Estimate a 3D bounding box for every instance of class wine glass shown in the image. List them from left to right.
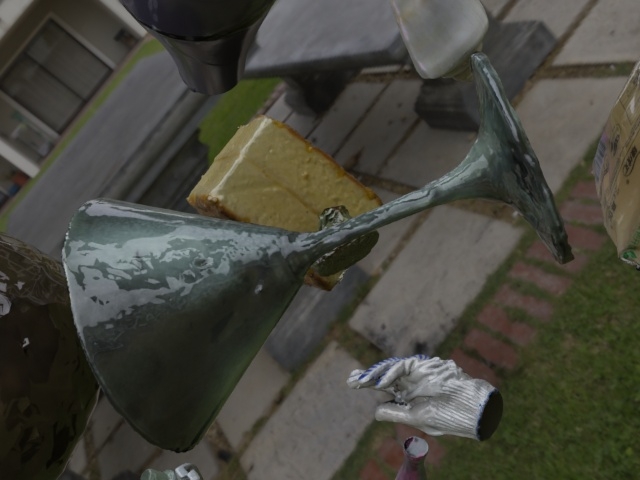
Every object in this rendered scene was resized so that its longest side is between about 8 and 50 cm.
[{"bbox_3d":[0.000,0.000,0.742,0.406,0.267,0.267,-25,28,12],"label":"wine glass"}]

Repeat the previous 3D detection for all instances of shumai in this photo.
[{"bbox_3d":[0.025,-0.006,1.284,0.124,0.099,0.087,-35,69,9],"label":"shumai"}]

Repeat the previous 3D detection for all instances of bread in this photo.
[{"bbox_3d":[-0.072,-0.066,1.460,0.207,0.279,0.279,-56,14,-8],"label":"bread"}]

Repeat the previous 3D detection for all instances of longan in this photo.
[{"bbox_3d":[-0.456,0.167,0.975,0.391,0.391,0.391,-41,24,22],"label":"longan"}]

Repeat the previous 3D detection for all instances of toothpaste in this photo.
[{"bbox_3d":[-0.164,0.352,1.103,0.037,0.216,0.062,-41,44,11],"label":"toothpaste"}]

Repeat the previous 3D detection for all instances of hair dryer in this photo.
[{"bbox_3d":[-0.169,-0.272,0.590,0.121,0.361,0.301,-42,-2,-9],"label":"hair dryer"}]

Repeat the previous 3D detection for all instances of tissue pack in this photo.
[{"bbox_3d":[0.412,-0.123,0.935,0.215,0.123,0.256,-81,0,-53],"label":"tissue pack"}]

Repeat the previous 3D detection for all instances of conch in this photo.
[{"bbox_3d":[0.136,-0.261,0.945,0.104,0.176,0.094,-34,12,19],"label":"conch"}]

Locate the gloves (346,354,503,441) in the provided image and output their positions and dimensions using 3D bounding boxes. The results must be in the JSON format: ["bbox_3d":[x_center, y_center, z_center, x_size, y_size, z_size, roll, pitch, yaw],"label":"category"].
[{"bbox_3d":[0.143,0.219,1.132,0.229,0.119,0.097,10,14,24],"label":"gloves"}]

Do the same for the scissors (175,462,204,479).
[{"bbox_3d":[-0.126,0.304,0.846,0.118,0.242,0.030,-31,53,-28],"label":"scissors"}]

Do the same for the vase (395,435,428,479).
[{"bbox_3d":[0.211,0.536,1.827,0.086,0.086,0.214,-79,-8,-50],"label":"vase"}]
